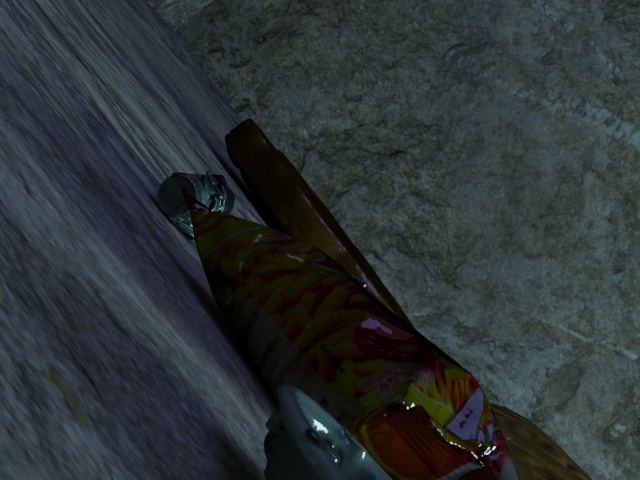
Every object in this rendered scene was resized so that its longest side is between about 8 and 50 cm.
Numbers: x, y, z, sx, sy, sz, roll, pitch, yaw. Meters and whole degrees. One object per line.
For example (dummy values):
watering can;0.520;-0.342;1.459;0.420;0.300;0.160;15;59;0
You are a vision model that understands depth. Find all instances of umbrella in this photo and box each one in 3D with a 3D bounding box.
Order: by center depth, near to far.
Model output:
umbrella;-0.095;-0.031;1.513;0.050;0.046;0.188;56;2;2

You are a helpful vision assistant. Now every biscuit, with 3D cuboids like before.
biscuit;0.189;0.225;1.894;0.312;0.057;0.351;33;10;-16
biscuit;0.000;0.000;2.543;0.381;0.074;0.359;49;2;-12

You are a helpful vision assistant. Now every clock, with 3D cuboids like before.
clock;0.040;0.173;0.957;0.236;0.053;0.236;50;0;-1

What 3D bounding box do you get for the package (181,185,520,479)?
package;0.022;0.090;1.317;0.288;0.108;0.223;44;2;42
